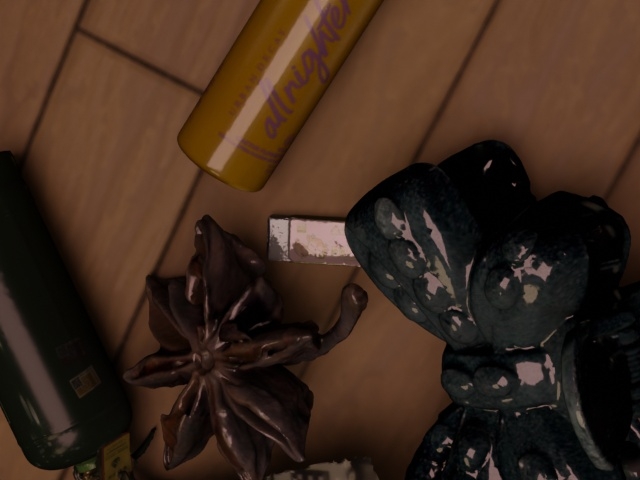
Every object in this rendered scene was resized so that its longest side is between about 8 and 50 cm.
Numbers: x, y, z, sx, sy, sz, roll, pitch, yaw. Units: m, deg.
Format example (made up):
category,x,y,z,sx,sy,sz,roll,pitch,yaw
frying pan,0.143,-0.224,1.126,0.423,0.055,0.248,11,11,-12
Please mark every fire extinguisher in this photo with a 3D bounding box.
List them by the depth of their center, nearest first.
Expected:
category,x,y,z,sx,sy,sz,roll,pitch,yaw
fire extinguisher,-0.222,0.082,1.045,0.095,0.114,0.311,-17,98,53

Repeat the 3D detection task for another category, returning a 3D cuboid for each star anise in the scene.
category,x,y,z,sx,sy,sz,roll,pitch,yaw
star anise,-0.056,0.084,0.983,0.231,0.089,0.209,5,101,33

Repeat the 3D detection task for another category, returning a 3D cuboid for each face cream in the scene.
category,x,y,z,sx,sy,sz,roll,pitch,yaw
face cream,-0.006,-0.166,0.958,0.078,0.078,0.273,35,105,3

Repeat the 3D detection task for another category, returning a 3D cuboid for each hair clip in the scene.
category,x,y,z,sx,sy,sz,roll,pitch,yaw
hair clip,0.146,0.084,0.928,0.206,0.194,0.310,-2,104,40

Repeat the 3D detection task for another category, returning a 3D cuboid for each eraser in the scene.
category,x,y,z,sx,sy,sz,roll,pitch,yaw
eraser,0.000,0.000,1.020,0.083,0.019,0.038,4,103,11

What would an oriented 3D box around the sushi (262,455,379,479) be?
category,x,y,z,sx,sy,sz,roll,pitch,yaw
sushi,-0.024,0.338,1.069,0.320,0.069,0.339,-19,97,29
